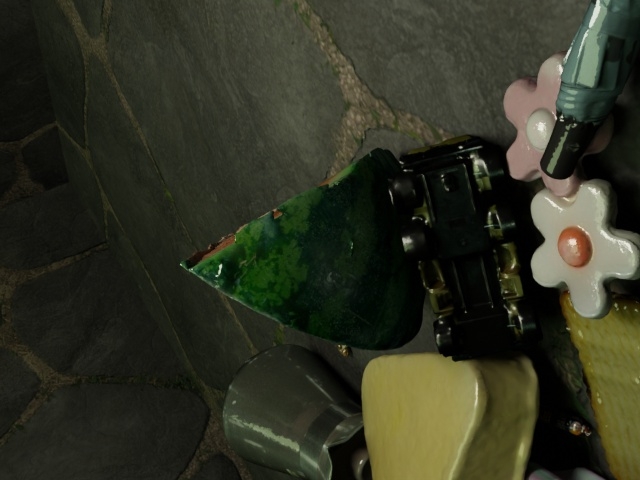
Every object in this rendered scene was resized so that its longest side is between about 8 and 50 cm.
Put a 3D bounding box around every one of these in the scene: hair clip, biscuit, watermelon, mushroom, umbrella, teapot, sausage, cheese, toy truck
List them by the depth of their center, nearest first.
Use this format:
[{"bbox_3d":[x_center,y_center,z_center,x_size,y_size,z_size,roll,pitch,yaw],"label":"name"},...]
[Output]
[{"bbox_3d":[0.234,-0.159,0.630,0.052,0.053,0.250,37,132,30],"label":"umbrella"},{"bbox_3d":[0.247,-0.051,0.752,0.146,0.075,0.257,-9,101,70],"label":"hair clip"},{"bbox_3d":[0.350,0.168,0.805,0.172,0.029,0.254,9,122,62],"label":"biscuit"},{"bbox_3d":[0.169,0.010,0.885,0.127,0.127,0.257,-64,-42,-71],"label":"toy truck"},{"bbox_3d":[0.030,-0.016,0.938,0.319,0.222,0.292,25,-174,-8],"label":"watermelon"},{"bbox_3d":[0.277,0.225,1.006,0.198,0.025,0.028,6,75,63],"label":"sausage"},{"bbox_3d":[0.170,0.269,1.026,0.384,0.104,0.383,-174,90,-73],"label":"cheese"},{"bbox_3d":[0.011,0.090,1.416,0.026,0.028,0.286,-63,-42,-66],"label":"mushroom"},{"bbox_3d":[0.000,0.374,1.484,0.344,0.253,0.300,22,167,49],"label":"teapot"}]

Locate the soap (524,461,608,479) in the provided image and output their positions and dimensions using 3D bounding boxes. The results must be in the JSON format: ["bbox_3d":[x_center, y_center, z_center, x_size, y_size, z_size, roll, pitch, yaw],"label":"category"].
[{"bbox_3d":[0.288,0.375,0.941,0.324,0.109,0.192,-176,94,-78],"label":"soap"}]
